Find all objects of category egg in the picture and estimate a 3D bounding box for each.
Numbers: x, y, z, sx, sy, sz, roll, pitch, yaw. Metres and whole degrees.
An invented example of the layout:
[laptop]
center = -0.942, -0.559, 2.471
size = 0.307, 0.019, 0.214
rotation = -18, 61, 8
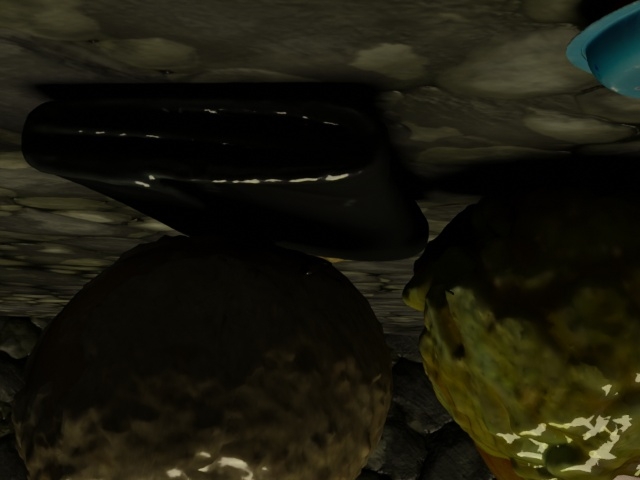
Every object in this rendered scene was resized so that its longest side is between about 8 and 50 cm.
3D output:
[egg]
center = -0.084, 0.122, 0.895
size = 0.310, 0.279, 0.279
rotation = -7, 180, -39

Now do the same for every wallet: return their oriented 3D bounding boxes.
[wallet]
center = -0.043, -0.034, 0.890
size = 0.228, 0.062, 0.406
rotation = 1, 172, 10

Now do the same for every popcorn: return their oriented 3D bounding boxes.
[popcorn]
center = 0.217, 0.070, 0.939
size = 0.282, 0.247, 0.282
rotation = -14, -179, 0

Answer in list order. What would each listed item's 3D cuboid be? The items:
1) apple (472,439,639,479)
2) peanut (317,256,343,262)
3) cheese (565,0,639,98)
[apple]
center = 0.309, 0.149, 1.233
size = 0.340, 0.339, 0.339
rotation = 2, 172, 0
[peanut]
center = 0.000, 0.000, 1.179
size = 0.054, 0.054, 0.113
rotation = 6, 171, -26
[cheese]
center = 0.172, -0.098, 0.477
size = 0.106, 0.037, 0.256
rotation = 2, 171, -4
